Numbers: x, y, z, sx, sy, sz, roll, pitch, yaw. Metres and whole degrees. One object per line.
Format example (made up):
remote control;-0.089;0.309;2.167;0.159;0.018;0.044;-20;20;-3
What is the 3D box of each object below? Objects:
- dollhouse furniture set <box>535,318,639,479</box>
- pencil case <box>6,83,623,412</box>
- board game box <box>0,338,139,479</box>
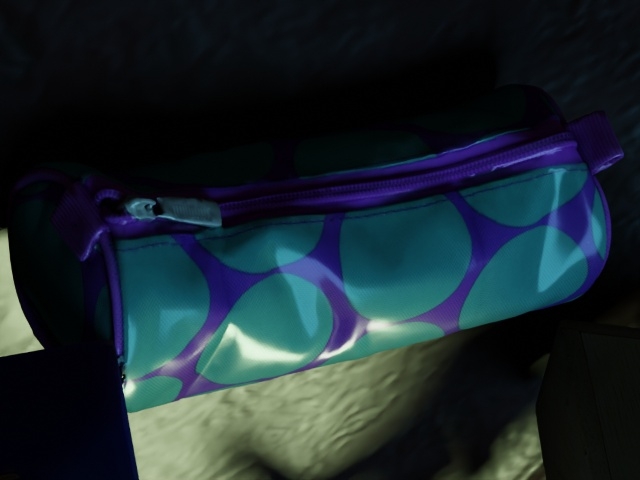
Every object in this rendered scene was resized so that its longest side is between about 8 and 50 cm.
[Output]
dollhouse furniture set;0.114;0.177;0.602;0.212;0.161;0.242;7;124;-4
pencil case;0.000;0.000;0.438;0.151;0.064;0.070;-12;154;-26
board game box;-0.206;0.149;0.404;0.347;0.078;0.233;-11;144;-9
